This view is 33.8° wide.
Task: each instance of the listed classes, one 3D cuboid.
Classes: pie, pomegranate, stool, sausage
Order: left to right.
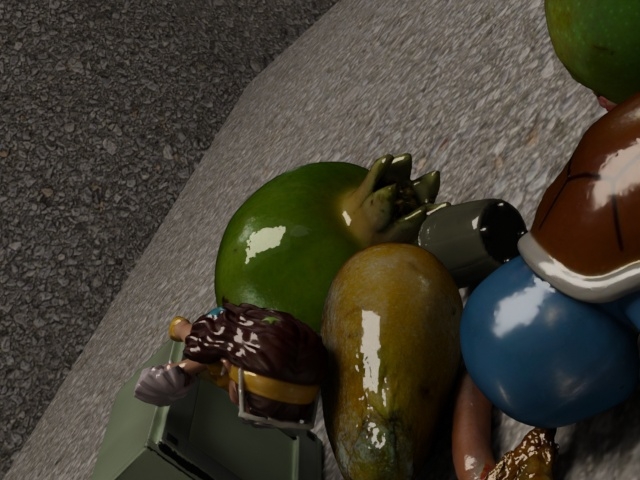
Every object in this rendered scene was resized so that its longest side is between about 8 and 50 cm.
[{"bbox_3d":[0.000,0.000,1.334,0.358,0.216,0.309,-51,1,44],"label":"pomegranate"},{"bbox_3d":[0.170,0.002,1.168,0.110,0.096,0.096,-17,36,53],"label":"stool"},{"bbox_3d":[0.143,0.175,0.952,0.176,0.047,0.040,-79,1,-60],"label":"sausage"},{"bbox_3d":[0.147,0.229,0.821,0.088,0.033,0.191,-26,30,34],"label":"pie"}]

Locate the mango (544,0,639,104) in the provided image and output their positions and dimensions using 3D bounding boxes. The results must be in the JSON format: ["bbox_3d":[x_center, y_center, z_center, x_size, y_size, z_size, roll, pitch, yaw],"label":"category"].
[{"bbox_3d":[0.348,-0.262,0.872,0.382,0.225,0.201,-39,13,37],"label":"mango"}]

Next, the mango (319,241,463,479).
[{"bbox_3d":[0.069,0.127,1.031,0.316,0.146,0.192,-85,-2,-54],"label":"mango"}]

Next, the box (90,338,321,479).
[{"bbox_3d":[-0.114,0.248,1.135,0.117,0.225,0.225,-45,17,17],"label":"box"}]

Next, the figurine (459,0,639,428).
[{"bbox_3d":[0.280,-0.025,0.789,0.298,0.243,0.416,-115,45,-62],"label":"figurine"}]

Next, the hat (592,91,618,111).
[{"bbox_3d":[0.361,-0.212,1.102,0.237,0.107,0.286,-46,9,51],"label":"hat"}]

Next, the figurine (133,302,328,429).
[{"bbox_3d":[-0.082,0.120,1.038,0.240,0.175,0.115,-8,67,57],"label":"figurine"}]
